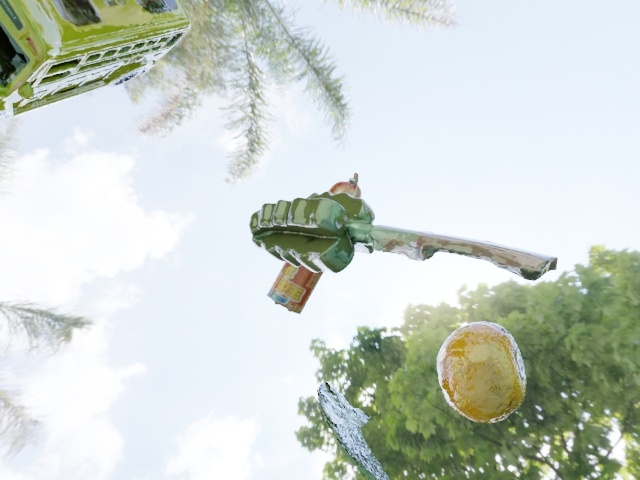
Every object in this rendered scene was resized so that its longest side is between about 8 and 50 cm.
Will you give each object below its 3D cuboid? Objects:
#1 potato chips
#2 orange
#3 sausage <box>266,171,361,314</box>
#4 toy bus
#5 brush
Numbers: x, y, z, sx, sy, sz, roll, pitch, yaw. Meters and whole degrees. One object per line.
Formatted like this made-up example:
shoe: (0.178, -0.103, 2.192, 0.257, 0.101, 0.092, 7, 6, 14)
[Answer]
potato chips: (0.057, 0.319, 0.806, 0.029, 0.220, 0.202, -41, -73, 3)
orange: (0.221, 0.184, 0.669, 0.117, 0.135, 0.136, -24, -92, 24)
sausage: (0.000, 0.000, 0.861, 0.074, 0.074, 0.274, 31, -92, 1)
toy bus: (-0.299, -0.236, 0.524, 0.151, 0.331, 0.145, -18, -69, 31)
brush: (0.044, -0.006, 0.402, 0.084, 0.301, 0.071, -23, -70, -33)
